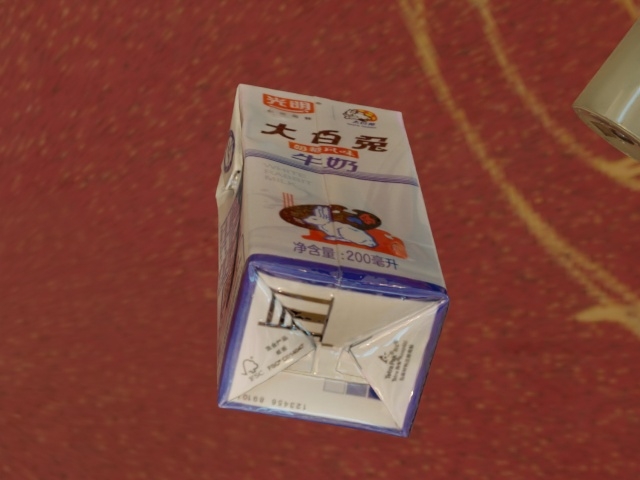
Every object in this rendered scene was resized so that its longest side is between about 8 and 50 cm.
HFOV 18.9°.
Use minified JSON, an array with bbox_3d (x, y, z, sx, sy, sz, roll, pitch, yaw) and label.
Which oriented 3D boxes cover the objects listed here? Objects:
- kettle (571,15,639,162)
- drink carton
[{"bbox_3d":[0.293,-0.142,1.588,0.098,0.127,0.148,36,89,-7],"label":"kettle"},{"bbox_3d":[0.000,0.000,1.282,0.130,0.315,0.106,11,114,-8],"label":"drink carton"}]
